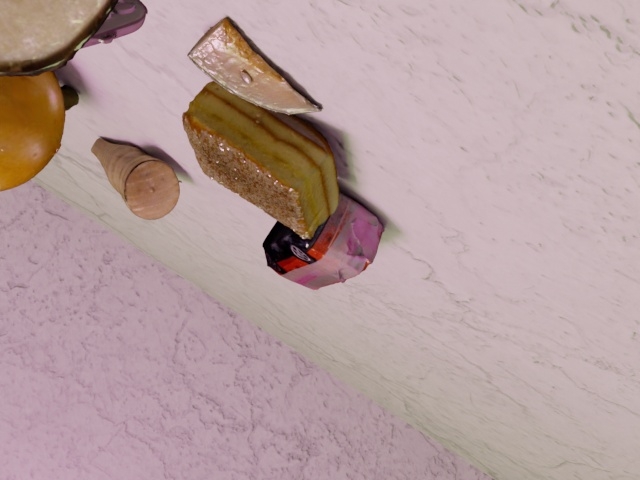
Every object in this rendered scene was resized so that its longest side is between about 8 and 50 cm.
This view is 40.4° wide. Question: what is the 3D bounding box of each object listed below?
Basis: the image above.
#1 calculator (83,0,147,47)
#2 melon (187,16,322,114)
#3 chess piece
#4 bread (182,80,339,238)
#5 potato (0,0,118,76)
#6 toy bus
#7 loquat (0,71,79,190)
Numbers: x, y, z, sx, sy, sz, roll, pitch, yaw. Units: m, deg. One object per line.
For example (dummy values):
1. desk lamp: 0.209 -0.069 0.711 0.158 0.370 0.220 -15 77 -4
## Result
1. calculator: -0.351 -0.305 1.089 0.294 0.194 0.043 37 135 27
2. melon: -0.086 -0.221 1.178 0.182 0.054 0.098 40 148 -25
3. chess piece: -0.425 -0.154 1.947 0.137 0.137 0.301 45 174 -37
4. bread: -0.084 -0.125 1.314 0.234 0.110 0.184 33 162 19
5. potato: -0.317 -0.376 0.846 0.290 0.296 0.397 1 129 -11
6. toy bus: 0.000 0.000 1.522 0.147 0.127 0.303 31 164 -13
7. loquat: -0.633 -0.258 1.691 0.328 0.328 0.359 20 -156 40
